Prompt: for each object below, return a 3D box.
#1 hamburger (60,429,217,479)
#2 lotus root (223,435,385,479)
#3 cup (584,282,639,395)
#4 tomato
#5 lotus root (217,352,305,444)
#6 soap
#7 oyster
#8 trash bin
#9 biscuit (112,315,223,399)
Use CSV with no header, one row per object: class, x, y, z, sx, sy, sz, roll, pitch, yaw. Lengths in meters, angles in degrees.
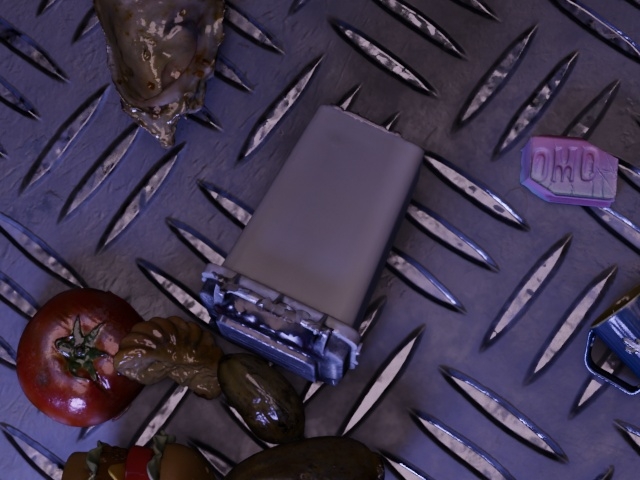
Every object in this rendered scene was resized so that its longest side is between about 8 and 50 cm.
hamburger,-0.243,0.411,1.787,0.212,0.274,0.274,-7,80,5
lotus root,-0.028,0.357,1.841,0.241,0.124,0.123,-13,57,-16
cup,0.487,0.160,1.863,0.176,0.131,0.155,-43,83,26
tomato,-0.370,0.175,1.932,0.225,0.085,0.225,-1,77,5
lotus root,-0.086,0.240,1.894,0.089,0.080,0.179,-39,91,17
soap,0.384,-0.110,1.942,0.149,0.056,0.100,7,78,5
oyster,-0.239,-0.326,2.004,0.221,0.096,0.361,-16,79,-4
trash bin,0.000,0.000,1.842,0.255,0.296,0.368,25,77,9
biscuit,-0.223,0.169,1.902,0.183,0.061,0.118,13,65,-22
